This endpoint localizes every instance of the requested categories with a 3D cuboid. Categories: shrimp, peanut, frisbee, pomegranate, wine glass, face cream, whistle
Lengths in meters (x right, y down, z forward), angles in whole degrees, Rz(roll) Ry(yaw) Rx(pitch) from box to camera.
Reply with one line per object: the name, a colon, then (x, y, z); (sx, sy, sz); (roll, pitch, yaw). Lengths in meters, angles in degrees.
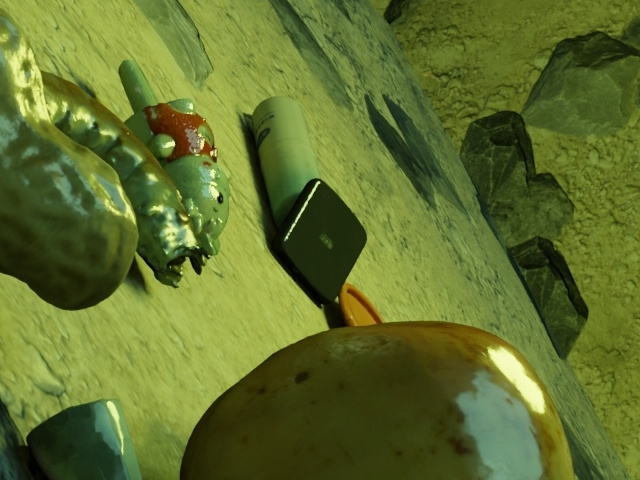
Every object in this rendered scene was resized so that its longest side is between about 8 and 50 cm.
shrimp: (-0.221, -0.085, 1.700); (0.287, 0.068, 0.185); (43, 16, -43)
peanut: (-0.259, -0.085, 1.341); (0.325, 0.153, 0.140); (48, -1, -6)
frisbee: (0.070, 0.143, 2.353); (0.192, 0.035, 0.192); (55, 11, -16)
pomegranate: (0.056, 0.231, 1.436); (0.342, 0.342, 0.342); (53, 12, -17)
wine glass: (-0.147, 0.193, 1.273); (0.155, 0.073, 0.073); (64, 13, 20)
face cream: (-0.042, -0.101, 2.430); (0.077, 0.077, 0.250); (49, 14, -33)
whistle: (-0.156, -0.086, 1.895); (0.253, 0.106, 0.102); (63, -28, 29)

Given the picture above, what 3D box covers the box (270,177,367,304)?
box: (0.000, 0.000, 2.302); (0.126, 0.027, 0.125); (49, 57, -32)
